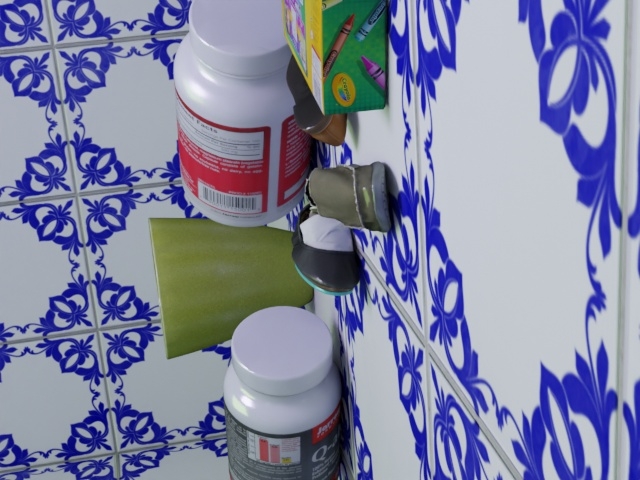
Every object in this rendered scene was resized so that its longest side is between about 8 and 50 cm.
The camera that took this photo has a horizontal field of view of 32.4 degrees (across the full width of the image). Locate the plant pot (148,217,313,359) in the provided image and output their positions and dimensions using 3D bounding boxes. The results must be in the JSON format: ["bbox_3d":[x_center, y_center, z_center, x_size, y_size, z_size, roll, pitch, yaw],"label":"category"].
[{"bbox_3d":[-0.170,0.075,2.131,0.275,0.294,0.274,173,90,-81],"label":"plant pot"}]

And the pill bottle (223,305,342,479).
[{"bbox_3d":[-0.066,0.305,1.957,0.210,0.210,0.362,-108,14,-47],"label":"pill bottle"}]

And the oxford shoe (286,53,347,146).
[{"bbox_3d":[0.001,-0.217,1.573,0.076,0.076,0.212,38,-142,-40],"label":"oxford shoe"}]

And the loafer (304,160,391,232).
[{"bbox_3d":[0.032,-0.054,1.437,0.251,0.087,0.094,-164,66,-80],"label":"loafer"}]

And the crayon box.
[{"bbox_3d":[0.011,-0.291,1.385,0.278,0.081,0.165,-112,17,-56],"label":"crayon box"}]

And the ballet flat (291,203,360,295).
[{"bbox_3d":[0.000,0.000,1.682,0.280,0.095,0.096,-127,42,-71],"label":"ballet flat"}]

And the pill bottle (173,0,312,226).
[{"bbox_3d":[-0.122,-0.222,1.799,0.407,0.229,0.229,97,163,-55],"label":"pill bottle"}]
